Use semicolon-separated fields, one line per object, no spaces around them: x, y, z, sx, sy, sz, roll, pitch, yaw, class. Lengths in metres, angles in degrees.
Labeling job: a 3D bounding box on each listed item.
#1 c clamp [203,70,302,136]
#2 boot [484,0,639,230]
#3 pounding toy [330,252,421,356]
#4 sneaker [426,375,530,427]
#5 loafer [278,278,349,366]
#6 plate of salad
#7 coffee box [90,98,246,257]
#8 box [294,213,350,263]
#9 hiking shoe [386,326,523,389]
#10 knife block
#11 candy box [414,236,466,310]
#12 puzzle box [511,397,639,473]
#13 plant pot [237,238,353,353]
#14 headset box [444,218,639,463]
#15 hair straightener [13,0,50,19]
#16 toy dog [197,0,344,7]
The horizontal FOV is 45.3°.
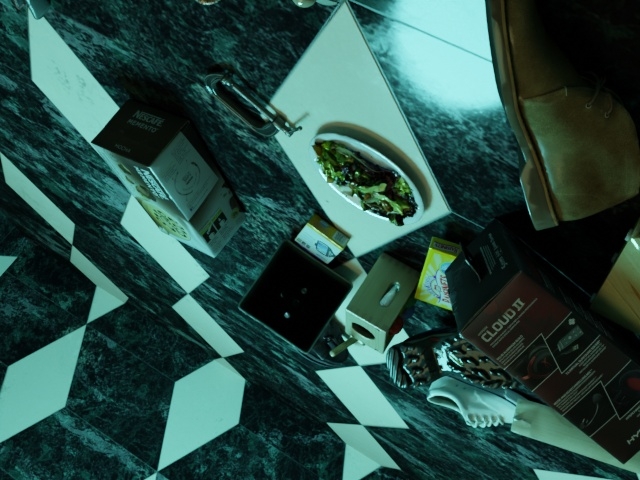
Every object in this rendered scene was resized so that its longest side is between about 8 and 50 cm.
-0.106;-0.207;1.164;0.161;0.022;0.137;38;164;-10;c clamp
0.227;-0.141;0.726;0.115;0.112;0.305;-12;133;22;boot
0.102;0.154;1.393;0.094;0.181;0.206;29;159;15;pounding toy
0.337;0.345;1.573;0.258;0.091;0.094;17;153;40;sneaker
-0.030;0.195;1.805;0.302;0.109;0.095;47;153;-21;loafer
0.061;-0.081;1.135;0.200;0.048;0.200;30;158;14;plate of salad
-0.286;-0.116;1.492;0.168;0.119;0.297;24;157;31;coffee box
0.000;0.000;1.437;0.081;0.028;0.136;36;162;-3;box
0.266;0.188;1.353;0.304;0.132;0.113;-6;103;36;hiking shoe
0.435;0.073;0.840;0.242;0.088;0.275;27;158;18;knife block
0.211;0.061;1.216;0.105;0.027;0.206;20;156;10;candy box
0.505;0.321;1.117;0.409;0.052;0.272;23;171;-36;puzzle box
-0.052;0.125;1.599;0.165;0.165;0.234;34;171;3;plant pot
0.284;0.108;0.971;0.293;0.110;0.218;38;-164;-7;headset box
-0.458;-0.428;1.202;0.089;0.047;0.230;33;155;6;hair straightener
-0.121;-0.327;0.719;0.334;0.161;0.220;31;159;12;toy dog
